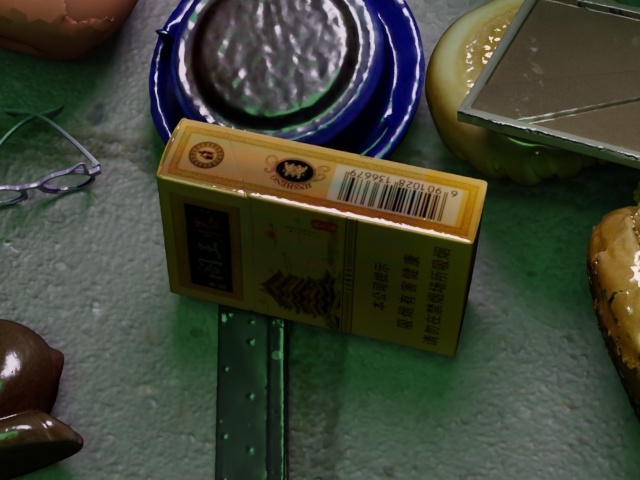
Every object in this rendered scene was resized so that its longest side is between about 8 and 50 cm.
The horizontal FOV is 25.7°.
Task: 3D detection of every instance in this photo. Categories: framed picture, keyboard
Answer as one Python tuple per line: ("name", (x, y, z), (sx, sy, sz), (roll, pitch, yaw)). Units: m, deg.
("framed picture", (0.263, -0.131, 1.169), (0.250, 0.016, 0.184), (16, 52, 21))
("keyboard", (-0.062, 0.166, 1.298), (0.072, 0.023, 0.231), (-4, 76, 15))

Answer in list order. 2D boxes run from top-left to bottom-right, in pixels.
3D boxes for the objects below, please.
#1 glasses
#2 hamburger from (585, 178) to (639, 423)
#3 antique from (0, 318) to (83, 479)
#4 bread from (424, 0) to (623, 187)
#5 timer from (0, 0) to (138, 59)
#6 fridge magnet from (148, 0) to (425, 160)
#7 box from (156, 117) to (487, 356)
("glasses", (-0.286, -0.095, 1.367), (0.140, 0.062, 0.103), (-11, 75, 5))
("hamburger", (0.331, 0.051, 1.145), (0.211, 0.260, 0.245), (-26, 82, 5))
("antique", (-0.359, 0.160, 1.292), (0.257, 0.121, 0.143), (-19, 68, 3))
("bread", (0.204, -0.135, 1.278), (0.213, 0.104, 0.213), (-3, 59, 6))
("timer", (-0.274, -0.284, 1.320), (0.230, 0.229, 0.215), (9, 82, 10))
("fridge magnet", (-0.035, -0.160, 1.317), (0.265, 0.112, 0.265), (-3, 74, 9))
("box", (0.000, 0.000, 1.237), (0.274, 0.174, 0.076), (12, 52, 8))
